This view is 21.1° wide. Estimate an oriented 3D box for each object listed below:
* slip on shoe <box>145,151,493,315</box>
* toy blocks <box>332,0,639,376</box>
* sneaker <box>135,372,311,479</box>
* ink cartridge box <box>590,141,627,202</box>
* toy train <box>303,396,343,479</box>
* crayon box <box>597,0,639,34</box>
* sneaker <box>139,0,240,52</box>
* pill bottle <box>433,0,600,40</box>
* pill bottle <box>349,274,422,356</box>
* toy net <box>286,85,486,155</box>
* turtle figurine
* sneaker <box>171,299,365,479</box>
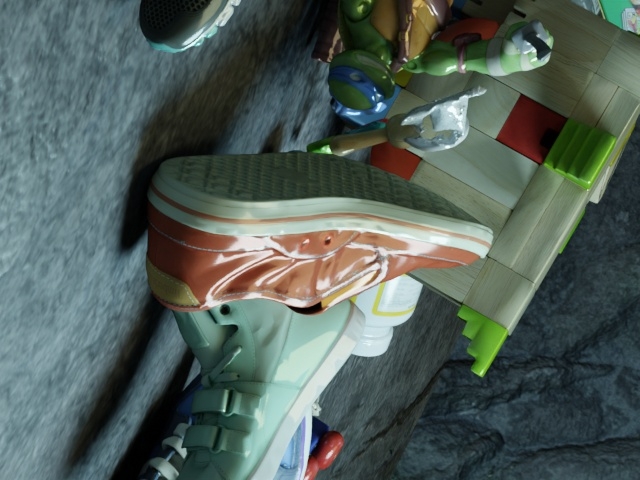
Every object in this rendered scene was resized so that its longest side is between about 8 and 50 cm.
[{"bbox_3d":[0.000,0.000,1.259,0.331,0.123,0.101,-2,116,-47],"label":"slip on shoe"},{"bbox_3d":[0.134,-0.102,1.595,0.381,0.261,0.191,-60,170,-1],"label":"toy blocks"},{"bbox_3d":[-0.115,0.235,1.353,0.323,0.130,0.236,-62,173,3],"label":"sneaker"},{"bbox_3d":[0.250,-0.172,1.976,0.088,0.234,0.193,94,23,-55],"label":"ink cartridge box"},{"bbox_3d":[-0.052,0.227,1.730,0.143,0.105,0.248,-60,171,16],"label":"toy train"},{"bbox_3d":[0.347,-0.407,1.850,0.313,0.106,0.363,-49,121,-54],"label":"crayon box"},{"bbox_3d":[-0.071,-0.190,0.975,0.076,0.065,0.166,27,82,-62],"label":"sneaker"},{"bbox_3d":[0.196,-0.213,1.846,0.278,0.162,0.162,-61,167,-27],"label":"pill bottle"},{"bbox_3d":[0.062,0.027,1.833,0.103,0.103,0.184,-46,156,-61],"label":"pill bottle"},{"bbox_3d":[0.052,-0.076,1.394,0.122,0.232,0.045,-23,95,-50],"label":"toy net"},{"bbox_3d":[0.109,-0.231,1.337,0.275,0.198,0.266,99,13,-60],"label":"turtle figurine"},{"bbox_3d":[-0.089,0.108,1.284,0.094,0.151,0.256,-16,-144,59],"label":"sneaker"}]
